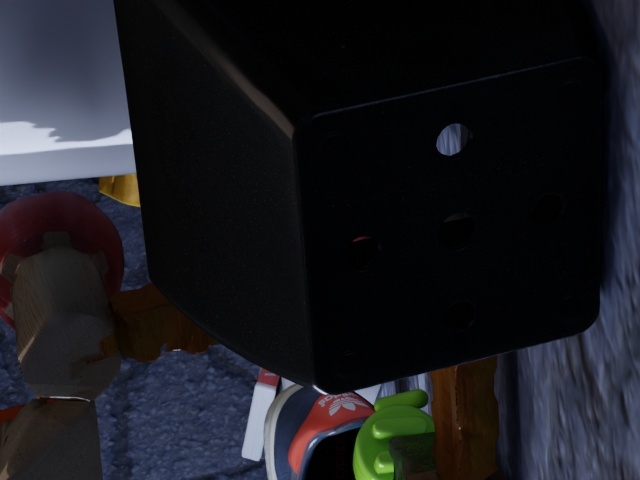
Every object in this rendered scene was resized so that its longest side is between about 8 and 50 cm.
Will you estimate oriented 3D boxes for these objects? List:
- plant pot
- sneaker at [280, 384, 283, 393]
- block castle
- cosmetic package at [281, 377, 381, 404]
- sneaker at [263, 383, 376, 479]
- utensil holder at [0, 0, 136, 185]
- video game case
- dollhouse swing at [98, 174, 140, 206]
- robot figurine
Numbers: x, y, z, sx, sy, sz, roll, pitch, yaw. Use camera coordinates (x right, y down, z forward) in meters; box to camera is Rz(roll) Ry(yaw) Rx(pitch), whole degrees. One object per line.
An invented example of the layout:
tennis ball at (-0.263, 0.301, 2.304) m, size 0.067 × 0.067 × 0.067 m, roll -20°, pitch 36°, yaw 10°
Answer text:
plant pot at (0.028, -0.039, 0.748) m, size 0.167 × 0.188 × 0.187 m, roll -127°, pitch 29°, yaw -56°
sneaker at (0.002, 0.203, 1.836) m, size 0.314 × 0.116 × 0.136 m, roll -101°, pitch 8°, yaw -51°
block castle at (-0.037, 0.182, 1.072) m, size 0.213 × 0.303 × 0.453 m, roll -122°, pitch 25°, yaw -67°
cosmetic package at (0.000, 0.000, 1.648) m, size 0.377 × 0.097 × 0.284 m, roll 99°, pitch 166°, yaw -73°
sneaker at (0.035, 0.297, 1.513) m, size 0.148 × 0.131 × 0.350 m, roll 3°, pitch 108°, yaw 69°
utensil holder at (-0.148, -0.195, 1.096) m, size 0.327 × 0.385 × 0.327 m, roll -3°, pitch -90°, yaw -85°
video game case at (-0.036, 0.083, 1.968) m, size 0.204 × 0.025 × 0.285 m, roll 104°, pitch -179°, yaw -60°
dollhouse swing at (-0.193, -0.211, 1.462) m, size 0.315 × 0.305 × 0.347 m, roll -161°, pitch 77°, yaw -75°
robot figurine at (0.058, 0.163, 1.310) m, size 0.115 × 0.067 × 0.101 m, roll 94°, pitch 170°, yaw -69°
